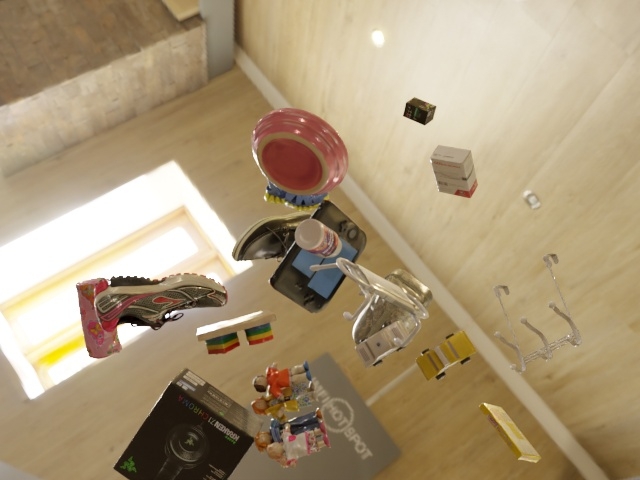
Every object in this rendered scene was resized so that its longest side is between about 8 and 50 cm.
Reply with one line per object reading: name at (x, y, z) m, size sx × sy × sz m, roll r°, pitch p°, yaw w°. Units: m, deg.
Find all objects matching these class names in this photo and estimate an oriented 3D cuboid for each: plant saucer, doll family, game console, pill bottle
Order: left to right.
doll family at (-0.078, 0.413, 1.458) m, size 0.118 × 0.163 × 0.262 m, roll 78°, pitch -5°, yaw -50°
plant saucer at (-0.077, -0.266, 2.035) m, size 0.332 × 0.084 × 0.332 m, roll 15°, pitch -41°, yaw 14°
pill bottle at (0.000, 0.000, 2.199) m, size 0.108 × 0.108 × 0.193 m, roll 47°, pitch 8°, yaw 28°
game console at (0.004, 0.073, 2.422) m, size 0.060 × 0.386 × 0.342 m, roll 29°, pitch -7°, yaw 38°

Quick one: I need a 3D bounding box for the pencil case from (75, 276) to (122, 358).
pencil case at (-0.772, 0.271, 2.207) m, size 0.124 × 0.124 × 0.284 m, roll 3°, pitch -77°, yaw 66°

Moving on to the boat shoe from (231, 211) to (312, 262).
boat shoe at (-0.178, -0.003, 2.775) m, size 0.156 × 0.500 × 0.186 m, roll 41°, pitch -53°, yaw 26°

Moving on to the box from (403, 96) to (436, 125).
box at (0.317, -0.414, 2.024) m, size 0.083 × 0.062 × 0.052 m, roll 29°, pitch -47°, yaw 23°

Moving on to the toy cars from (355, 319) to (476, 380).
toy cars at (0.292, 0.351, 2.025) m, size 0.394 × 0.176 × 0.087 m, roll 7°, pitch -8°, yaw 23°

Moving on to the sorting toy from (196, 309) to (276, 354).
sorting toy at (-0.278, 0.315, 2.131) m, size 0.255 × 0.257 × 0.089 m, roll 161°, pitch -85°, yaw -80°

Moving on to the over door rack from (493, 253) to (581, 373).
over door rack at (0.657, 0.222, 1.983) m, size 0.239 × 0.108 × 0.324 m, roll -42°, pitch -141°, yaw 42°

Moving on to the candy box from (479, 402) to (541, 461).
candy box at (0.581, 0.589, 1.947) m, size 0.105 × 0.027 × 0.206 m, roll 20°, pitch 23°, yaw -35°

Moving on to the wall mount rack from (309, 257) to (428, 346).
wall mount rack at (0.129, 0.149, 1.786) m, size 0.350 × 0.130 × 0.304 m, roll 30°, pitch 15°, yaw -31°

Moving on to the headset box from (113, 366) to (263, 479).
headset box at (-0.323, 0.504, 1.541) m, size 0.246 × 0.283 × 0.131 m, roll 35°, pitch 7°, yaw 2°

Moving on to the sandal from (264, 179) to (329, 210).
sandal at (-0.109, -0.211, 2.587) m, size 0.318 × 0.126 × 0.138 m, roll 11°, pitch -54°, yaw 30°

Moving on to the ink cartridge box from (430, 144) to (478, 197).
ink cartridge box at (0.361, -0.186, 1.702) m, size 0.099 × 0.056 × 0.135 m, roll 17°, pitch -30°, yaw 33°

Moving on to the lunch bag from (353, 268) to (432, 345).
lunch bag at (0.271, 0.296, 2.502) m, size 0.213 × 0.256 × 0.305 m, roll 39°, pitch -63°, yaw 14°

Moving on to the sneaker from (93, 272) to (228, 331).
sneaker at (-0.360, 0.148, 1.450) m, size 0.121 × 0.299 × 0.112 m, roll 123°, pitch -41°, yaw -55°
